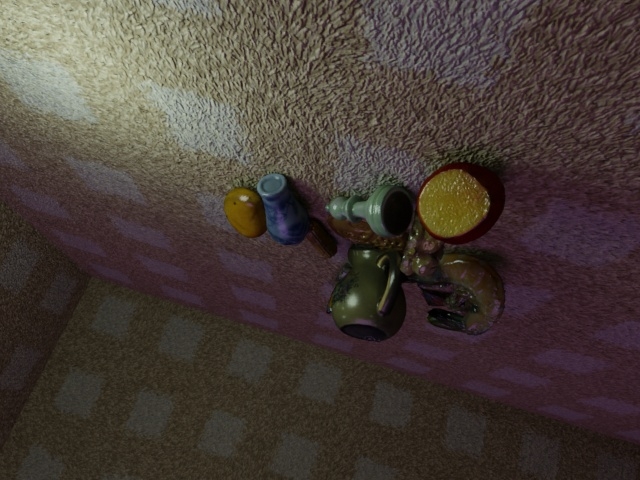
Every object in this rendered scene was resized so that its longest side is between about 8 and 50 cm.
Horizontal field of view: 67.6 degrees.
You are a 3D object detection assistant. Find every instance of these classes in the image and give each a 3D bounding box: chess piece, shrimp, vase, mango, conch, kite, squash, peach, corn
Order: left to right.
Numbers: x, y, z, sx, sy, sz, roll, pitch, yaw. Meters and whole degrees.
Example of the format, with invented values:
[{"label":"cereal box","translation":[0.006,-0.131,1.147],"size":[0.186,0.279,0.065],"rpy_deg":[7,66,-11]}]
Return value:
[{"label":"mango","translation":[-0.230,-0.097,1.532],"size":[0.157,0.109,0.262],"rpy_deg":[28,152,2]},{"label":"corn","translation":[0.000,0.000,1.625],"size":[0.068,0.068,0.207],"rpy_deg":[3,153,30]},{"label":"chess piece","translation":[0.110,-0.084,1.320],"size":[0.272,0.139,0.139],"rpy_deg":[6,156,48]},{"label":"vase","translation":[0.181,0.145,1.533],"size":[0.241,0.302,0.329],"rpy_deg":[19,152,-12]},{"label":"kite","translation":[0.457,0.236,1.863],"size":[0.183,0.014,0.241],"rpy_deg":[32,164,-5]},{"label":"shrimp","translation":[0.395,0.167,1.560],"size":[0.445,0.085,0.272],"rpy_deg":[1,108,49]},{"label":"squash","translation":[0.564,0.341,1.972],"size":[0.252,0.066,0.066],"rpy_deg":[5,153,25]},{"label":"peach","translation":[0.313,-0.083,1.077],"size":[0.190,0.190,0.192],"rpy_deg":[16,175,5]},{"label":"conch","translation":[0.509,0.187,1.598],"size":[0.207,0.130,0.155],"rpy_deg":[-12,158,26]}]

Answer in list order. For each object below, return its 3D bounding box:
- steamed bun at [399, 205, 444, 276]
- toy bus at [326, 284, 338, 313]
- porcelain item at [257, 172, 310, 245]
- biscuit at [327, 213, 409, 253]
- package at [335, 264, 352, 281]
[{"label":"steamed bun","translation":[0.287,-0.002,1.280],"size":[0.106,0.192,0.177],"rpy_deg":[15,136,9]},{"label":"toy bus","translation":[0.097,0.250,1.994],"size":[0.126,0.136,0.209],"rpy_deg":[14,173,3]},{"label":"porcelain item","translation":[-0.111,-0.084,1.448],"size":[0.141,0.141,0.259],"rpy_deg":[7,145,23]},{"label":"biscuit","translation":[0.160,-0.023,1.499],"size":[0.289,0.044,0.202],"rpy_deg":[25,155,-11]},{"label":"package","translation":[0.172,0.158,1.873],"size":[0.204,0.062,0.251],"rpy_deg":[19,169,-4]}]
